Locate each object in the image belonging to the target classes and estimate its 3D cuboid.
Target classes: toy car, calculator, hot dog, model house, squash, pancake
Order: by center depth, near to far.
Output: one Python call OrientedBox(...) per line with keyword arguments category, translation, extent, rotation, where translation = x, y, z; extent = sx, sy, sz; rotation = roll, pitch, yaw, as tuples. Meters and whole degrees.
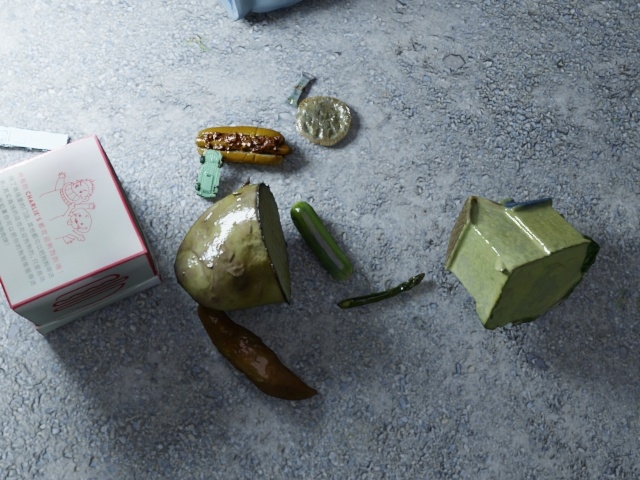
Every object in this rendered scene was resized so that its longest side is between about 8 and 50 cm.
OrientedBox(category="model house", translation=(0.464, 0.032, 1.874), extent=(0.321, 0.261, 0.266), rotation=(-15, 51, -28))
OrientedBox(category="squash", translation=(0.000, 0.000, 1.885), extent=(0.066, 0.066, 0.228), rotation=(-34, 82, -14))
OrientedBox(category="calculator", translation=(-0.715, -0.249, 1.886), extent=(0.172, 0.018, 0.057), rotation=(5, 76, -6))
OrientedBox(category="toy car", translation=(-0.276, -0.165, 1.892), extent=(0.059, 0.035, 0.121), rotation=(10, 91, -1))
OrientedBox(category="hot dog", translation=(-0.191, -0.244, 1.920), extent=(0.249, 0.076, 0.102), rotation=(6, 71, -4))
OrientedBox(category="pancake", translation=(0.007, -0.317, 1.990), extent=(0.152, 0.025, 0.151), rotation=(1, 76, -6))

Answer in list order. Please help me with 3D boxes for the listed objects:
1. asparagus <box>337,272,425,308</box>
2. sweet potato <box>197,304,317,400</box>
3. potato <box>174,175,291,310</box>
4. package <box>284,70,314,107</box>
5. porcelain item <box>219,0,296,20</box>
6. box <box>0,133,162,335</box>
OrientedBox(category="asparagus", translation=(0.156, 0.130, 1.889), extent=(0.236, 0.027, 0.034), rotation=(-18, 89, -11))
OrientedBox(category="sweet potato", translation=(-0.161, 0.272, 1.775), extent=(0.355, 0.095, 0.106), rotation=(40, 33, 1))
OrientedBox(category="potato", translation=(-0.215, 0.027, 1.771), extent=(0.237, 0.288, 0.300), rotation=(-13, 108, 8))
OrientedBox(category="package", translation=(-0.056, -0.399, 2.009), extent=(0.037, 0.015, 0.110), rotation=(26, 72, 6))
OrientedBox(category="porcelain item", translation=(-0.093, -0.748, 2.012), extent=(0.405, 0.178, 0.242), rotation=(-31, 81, -14))
OrientedBox(category="box", translation=(-0.562, -0.009, 1.694), extent=(0.312, 0.300, 0.314), rotation=(-24, 80, -12))
